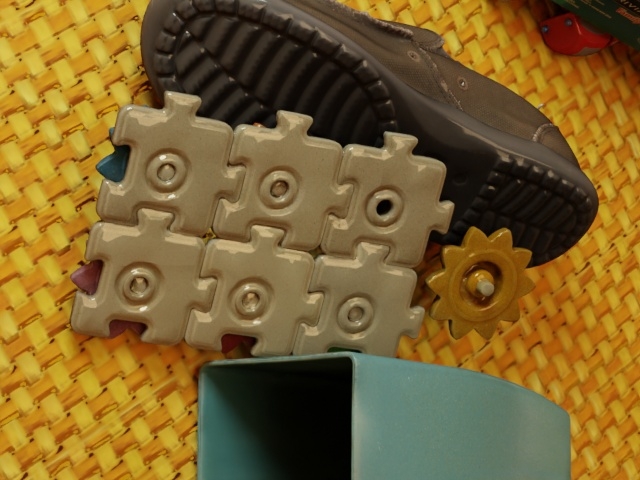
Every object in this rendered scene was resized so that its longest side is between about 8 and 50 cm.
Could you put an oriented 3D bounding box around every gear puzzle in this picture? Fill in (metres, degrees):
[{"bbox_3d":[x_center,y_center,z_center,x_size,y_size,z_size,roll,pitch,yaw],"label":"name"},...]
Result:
[{"bbox_3d":[0.000,0.000,1.211,0.339,0.044,0.175,9,104,-23],"label":"gear puzzle"}]

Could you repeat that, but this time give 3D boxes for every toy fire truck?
[{"bbox_3d":[0.164,-0.230,1.388,0.135,0.047,0.192,-23,98,-32],"label":"toy fire truck"}]

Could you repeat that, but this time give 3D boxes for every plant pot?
[{"bbox_3d":[0.057,0.166,1.209,0.234,0.165,0.166,5,82,-40],"label":"plant pot"}]

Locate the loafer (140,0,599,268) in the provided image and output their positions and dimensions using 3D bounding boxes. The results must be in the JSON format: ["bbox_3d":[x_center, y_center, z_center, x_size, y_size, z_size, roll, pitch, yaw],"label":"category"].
[{"bbox_3d":[0.031,-0.097,1.260,0.366,0.134,0.130,28,33,-25],"label":"loafer"}]

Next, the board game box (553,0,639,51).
[{"bbox_3d":[0.290,-0.319,1.401,0.253,0.079,0.336,25,71,-27],"label":"board game box"}]
